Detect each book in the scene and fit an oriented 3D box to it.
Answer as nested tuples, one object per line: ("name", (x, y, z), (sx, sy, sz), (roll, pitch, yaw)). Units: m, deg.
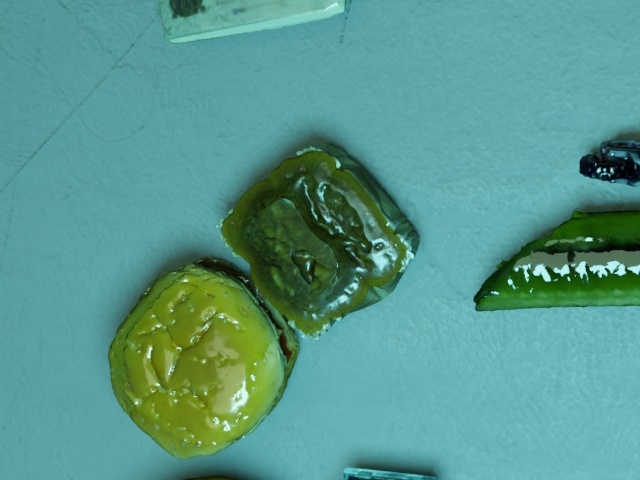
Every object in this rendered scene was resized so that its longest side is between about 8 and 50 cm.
("book", (-0.105, -0.433, 1.929), (0.239, 0.035, 0.352), (-9, 86, 16))

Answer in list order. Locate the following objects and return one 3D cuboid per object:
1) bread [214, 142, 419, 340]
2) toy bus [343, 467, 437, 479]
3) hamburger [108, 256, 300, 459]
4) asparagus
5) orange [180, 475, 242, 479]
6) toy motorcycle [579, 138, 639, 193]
("bread", (-0.001, -0.001, 1.915), (0.192, 0.110, 0.210), (-40, 80, 14))
("toy bus", (0.064, 0.409, 1.825), (0.128, 0.147, 0.256), (3, 48, 17))
("hamburger", (-0.151, 0.146, 1.933), (0.244, 0.163, 0.244), (0, 91, 18))
("asparagus", (0.366, 0.021, 1.810), (0.381, 0.108, 0.128), (-3, 97, 17))
("orange", (-0.120, 0.412, 1.880), (0.264, 0.264, 0.264), (0, 91, 16))
("toy motorcycle", (0.414, -0.092, 1.800), (0.215, 0.122, 0.080), (8, 111, 29))
